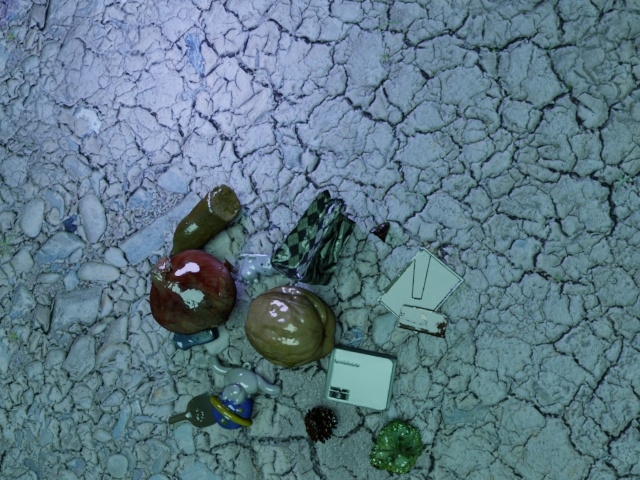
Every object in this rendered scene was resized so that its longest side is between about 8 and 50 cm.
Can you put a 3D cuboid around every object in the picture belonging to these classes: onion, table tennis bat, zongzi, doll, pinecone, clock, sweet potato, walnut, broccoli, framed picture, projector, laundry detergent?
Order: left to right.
[{"bbox_3d":[-0.526,0.393,1.984,0.206,0.061,0.096,-20,85,10],"label":"laundry detergent"},{"bbox_3d":[-0.488,0.198,1.877,0.354,0.353,0.353,-1,86,12],"label":"onion"},{"bbox_3d":[-0.515,0.709,1.984,0.234,0.022,0.131,-18,84,8],"label":"table tennis bat"},{"bbox_3d":[-0.485,-0.065,1.970,0.370,0.158,0.158,-40,80,14],"label":"sweet potato"},{"bbox_3d":[-0.353,0.591,1.887,0.311,0.159,0.242,35,95,15],"label":"doll"},{"bbox_3d":[-0.242,0.115,1.935,0.176,0.080,0.117,2,86,13],"label":"clock"},{"bbox_3d":[-0.120,0.317,1.785,0.344,0.306,0.306,14,89,36],"label":"walnut"},{"bbox_3d":[0.004,0.694,1.826,0.121,0.140,0.140,-22,81,-24],"label":"pinecone"},{"bbox_3d":[0.150,0.514,1.816,0.251,0.108,0.198,8,88,11],"label":"projector"},{"bbox_3d":[0.225,-0.038,1.865,0.074,0.067,0.083,19,108,5],"label":"zongzi"},{"bbox_3d":[0.273,0.754,1.731,0.220,0.194,0.194,-31,81,2],"label":"broccoli"},{"bbox_3d":[0.376,0.187,1.834,0.209,0.019,0.281,42,95,11],"label":"framed picture"}]

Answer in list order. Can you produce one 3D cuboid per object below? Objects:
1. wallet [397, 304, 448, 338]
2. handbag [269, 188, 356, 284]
[{"bbox_3d":[0.382,0.301,1.802,0.176,0.026,0.095,11,96,15],"label":"wallet"},{"bbox_3d":[0.000,0.000,1.721,0.180,0.416,0.316,29,90,13],"label":"handbag"}]
